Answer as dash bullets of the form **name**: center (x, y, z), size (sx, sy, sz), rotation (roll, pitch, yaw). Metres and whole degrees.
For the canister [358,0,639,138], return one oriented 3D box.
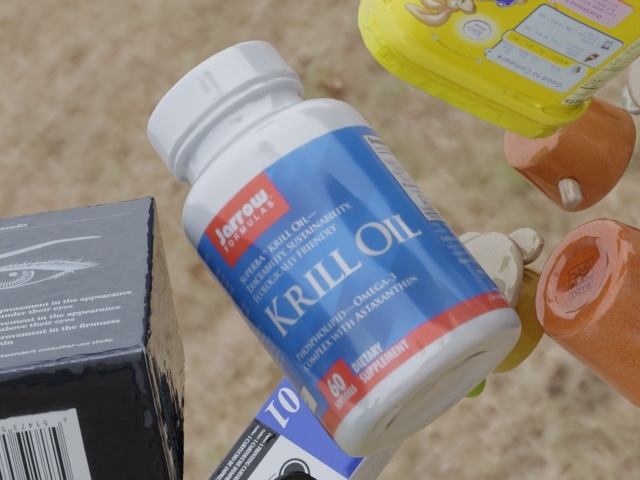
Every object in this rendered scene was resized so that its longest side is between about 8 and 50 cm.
- **canister**: center (0.115, -0.130, 0.922), size (0.170, 0.126, 0.073), rotation (-41, 33, 48)

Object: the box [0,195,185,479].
- **box**: center (-0.153, 0.070, 1.054), size (0.153, 0.108, 0.207), rotation (-9, 23, 1)

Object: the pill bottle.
- **pill bottle**: center (0.000, 0.000, 1.106), size (0.124, 0.221, 0.124), rotation (-34, -17, -12)

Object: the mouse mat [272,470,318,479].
- **mouse mat**: center (-0.039, 0.206, 1.041), size (0.190, 0.152, 0.007), rotation (-42, 45, 11)

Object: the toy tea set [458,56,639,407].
- **toy tea set**: center (0.201, -0.043, 1.180), size (0.200, 0.124, 0.336), rotation (9, 73, 60)

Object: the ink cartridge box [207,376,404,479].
- **ink cartridge box**: center (-0.016, 0.174, 1.507), size (0.097, 0.046, 0.207), rotation (31, 76, 28)
